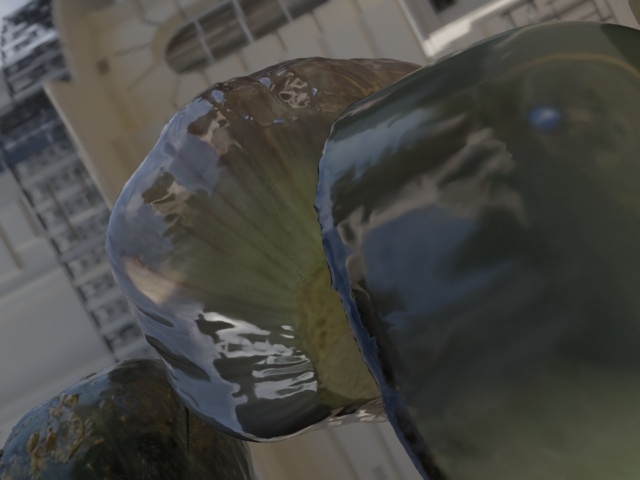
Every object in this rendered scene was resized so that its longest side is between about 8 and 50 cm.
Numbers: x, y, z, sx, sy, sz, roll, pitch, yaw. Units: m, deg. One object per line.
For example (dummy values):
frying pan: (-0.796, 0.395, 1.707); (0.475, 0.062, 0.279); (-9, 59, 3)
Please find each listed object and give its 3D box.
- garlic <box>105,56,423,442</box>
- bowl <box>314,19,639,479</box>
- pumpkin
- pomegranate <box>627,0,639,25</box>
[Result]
garlic: (0.000, 0.000, 0.891); (0.259, 0.317, 0.317); (46, 174, 45)
bowl: (0.183, 0.023, 0.582); (0.354, 0.185, 0.354); (37, -149, -27)
pumpkin: (-0.206, 0.263, 1.179); (0.327, 0.291, 0.257); (97, 147, -85)
pomegranate: (0.333, -0.207, 0.709); (0.307, 0.307, 0.307); (60, -171, -16)
